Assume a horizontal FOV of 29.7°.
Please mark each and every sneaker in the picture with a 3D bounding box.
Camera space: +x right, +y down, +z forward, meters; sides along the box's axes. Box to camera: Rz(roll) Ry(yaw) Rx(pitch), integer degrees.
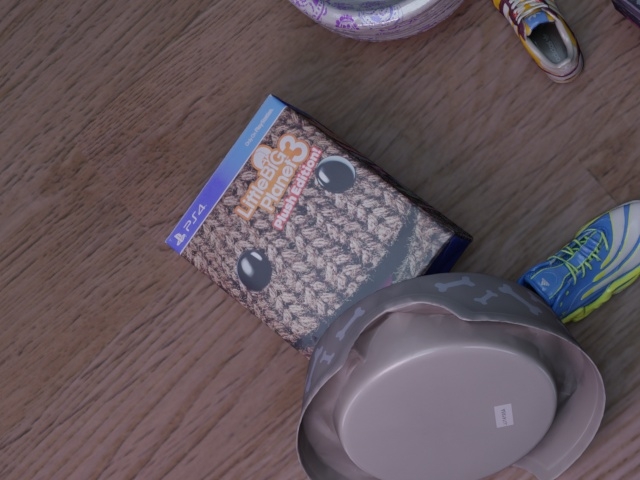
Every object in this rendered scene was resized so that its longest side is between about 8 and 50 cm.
[{"bbox_3d":[0.306,0.043,1.427,0.240,0.126,0.091,-45,76,10],"label":"sneaker"},{"bbox_3d":[0.262,-0.280,1.484,0.069,0.084,0.185,-37,77,11],"label":"sneaker"}]

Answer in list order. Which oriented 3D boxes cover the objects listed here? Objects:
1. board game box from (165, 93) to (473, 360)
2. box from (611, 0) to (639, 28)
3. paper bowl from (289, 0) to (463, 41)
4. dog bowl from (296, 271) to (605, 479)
[{"bbox_3d":[0.000,0.000,1.513,0.291,0.141,0.232,37,97,15],"label":"board game box"},{"bbox_3d":[0.465,-0.259,1.381,0.247,0.163,0.142,44,102,15],"label":"box"},{"bbox_3d":[0.075,-0.390,1.514,0.284,0.148,0.284,-1,86,16],"label":"paper bowl"},{"bbox_3d":[0.141,0.178,1.380,0.348,0.349,0.102,-25,41,14],"label":"dog bowl"}]
